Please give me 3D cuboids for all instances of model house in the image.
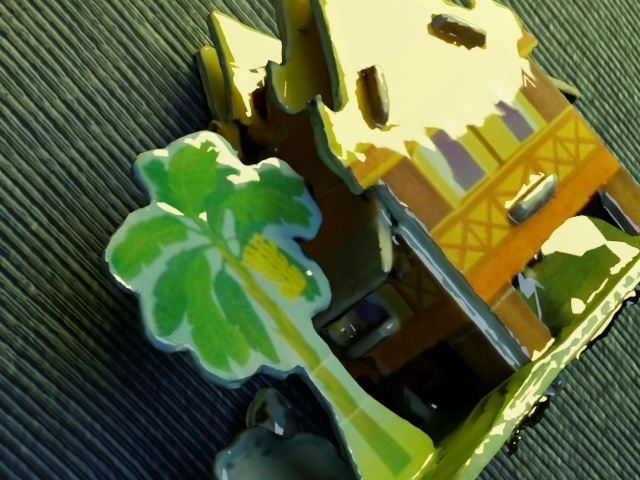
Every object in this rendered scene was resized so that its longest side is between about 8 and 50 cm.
[{"bbox_3d":[0.000,0.000,0.917,0.313,0.242,0.358,48,50,1],"label":"model house"}]
